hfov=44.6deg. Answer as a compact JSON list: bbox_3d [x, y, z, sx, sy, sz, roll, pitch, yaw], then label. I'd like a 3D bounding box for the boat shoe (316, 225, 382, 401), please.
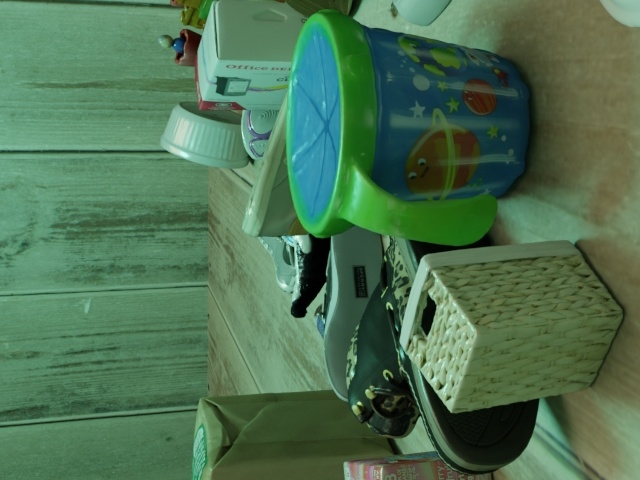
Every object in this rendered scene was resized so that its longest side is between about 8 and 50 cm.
[{"bbox_3d":[0.048,0.114,1.255,0.105,0.113,0.306,107,159,-65],"label":"boat shoe"}]

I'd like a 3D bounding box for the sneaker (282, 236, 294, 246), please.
[{"bbox_3d":[-0.045,-0.058,1.521,0.073,0.063,0.162,117,150,-52],"label":"sneaker"}]

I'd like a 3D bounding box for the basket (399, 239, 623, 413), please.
[{"bbox_3d":[0.174,0.077,0.713,0.103,0.167,0.113,-121,32,-48],"label":"basket"}]

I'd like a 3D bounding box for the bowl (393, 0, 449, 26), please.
[{"bbox_3d":[0.130,-0.367,1.023,0.142,0.053,0.142,141,127,-72],"label":"bowl"}]

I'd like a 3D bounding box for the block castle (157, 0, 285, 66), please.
[{"bbox_3d":[-0.214,-0.621,1.745,0.453,0.213,0.303,-50,41,45],"label":"block castle"}]

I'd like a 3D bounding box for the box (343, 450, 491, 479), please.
[{"bbox_3d":[0.128,0.413,0.939,0.154,0.142,0.300,141,126,-70],"label":"box"}]

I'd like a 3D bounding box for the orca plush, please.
[{"bbox_3d":[0.000,0.000,1.425,0.102,0.151,0.287,-1,66,38],"label":"orca plush"}]

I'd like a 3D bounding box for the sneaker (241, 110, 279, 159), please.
[{"bbox_3d":[-0.131,-0.334,1.888,0.152,0.114,0.305,127,147,-76],"label":"sneaker"}]

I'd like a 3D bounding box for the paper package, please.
[{"bbox_3d":[-0.059,0.427,1.297,0.168,0.309,0.325,-117,31,-56],"label":"paper package"}]

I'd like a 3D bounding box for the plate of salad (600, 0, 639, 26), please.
[{"bbox_3d":[0.255,-0.267,0.597,0.200,0.048,0.200,174,90,-84],"label":"plate of salad"}]

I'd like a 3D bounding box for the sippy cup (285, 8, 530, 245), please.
[{"bbox_3d":[0.095,-0.124,0.853,0.240,0.224,0.305,137,129,-69],"label":"sippy cup"}]

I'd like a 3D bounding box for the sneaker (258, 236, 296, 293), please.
[{"bbox_3d":[-0.070,-0.006,1.741,0.228,0.086,0.132,65,149,33],"label":"sneaker"}]

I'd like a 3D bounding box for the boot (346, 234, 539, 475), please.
[{"bbox_3d":[0.124,0.150,0.934,0.284,0.138,0.377,106,160,-44],"label":"boot"}]

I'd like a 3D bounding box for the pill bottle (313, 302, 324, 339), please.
[{"bbox_3d":[0.033,0.159,1.388,0.120,0.067,0.067,-126,38,-64],"label":"pill bottle"}]

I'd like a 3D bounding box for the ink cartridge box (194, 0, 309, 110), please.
[{"bbox_3d":[-0.137,-0.380,1.651,0.306,0.226,0.131,152,115,-73],"label":"ink cartridge box"}]

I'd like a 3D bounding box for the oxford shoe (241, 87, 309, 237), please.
[{"bbox_3d":[-0.023,-0.189,1.389,0.169,0.130,0.449,116,170,-61],"label":"oxford shoe"}]

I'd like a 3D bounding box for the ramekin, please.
[{"bbox_3d":[-0.326,-0.316,2.291,0.273,0.273,0.127,-124,48,-63],"label":"ramekin"}]

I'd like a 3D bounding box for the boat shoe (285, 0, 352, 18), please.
[{"bbox_3d":[0.023,-0.470,1.331,0.123,0.123,0.342,-62,5,-7],"label":"boat shoe"}]
